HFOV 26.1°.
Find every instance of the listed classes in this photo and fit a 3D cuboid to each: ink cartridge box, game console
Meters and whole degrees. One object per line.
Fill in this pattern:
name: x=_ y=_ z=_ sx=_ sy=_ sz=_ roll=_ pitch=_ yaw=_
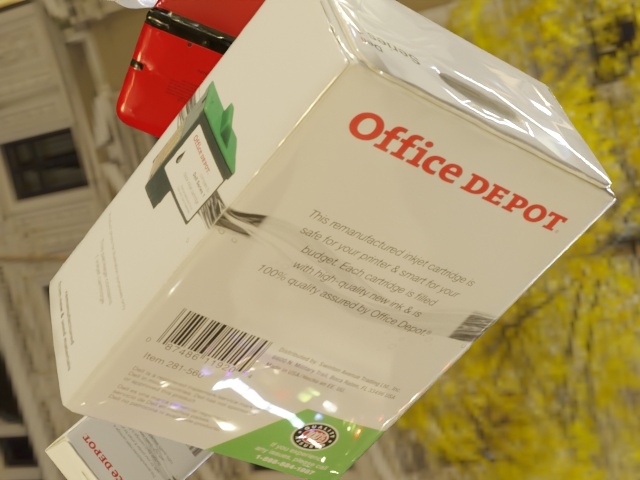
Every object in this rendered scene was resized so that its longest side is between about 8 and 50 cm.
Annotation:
ink cartridge box: x=0.000 y=0.000 z=0.640 sx=0.160 sy=0.219 sz=0.093 roll=23 pitch=-149 yaw=-33
ink cartridge box: x=-0.161 y=0.179 z=1.230 sx=0.135 sy=0.056 sz=0.099 roll=-39 pitch=-87 yaw=-37
game console: x=-0.058 y=-0.125 z=1.010 sx=0.085 sy=0.144 sz=0.124 roll=-66 pitch=-3 yaw=-74

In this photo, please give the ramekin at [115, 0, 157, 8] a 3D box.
ramekin: x=-0.201 y=-0.321 z=1.118 sx=0.273 sy=0.127 sz=0.273 roll=0 pitch=-90 yaw=-81
